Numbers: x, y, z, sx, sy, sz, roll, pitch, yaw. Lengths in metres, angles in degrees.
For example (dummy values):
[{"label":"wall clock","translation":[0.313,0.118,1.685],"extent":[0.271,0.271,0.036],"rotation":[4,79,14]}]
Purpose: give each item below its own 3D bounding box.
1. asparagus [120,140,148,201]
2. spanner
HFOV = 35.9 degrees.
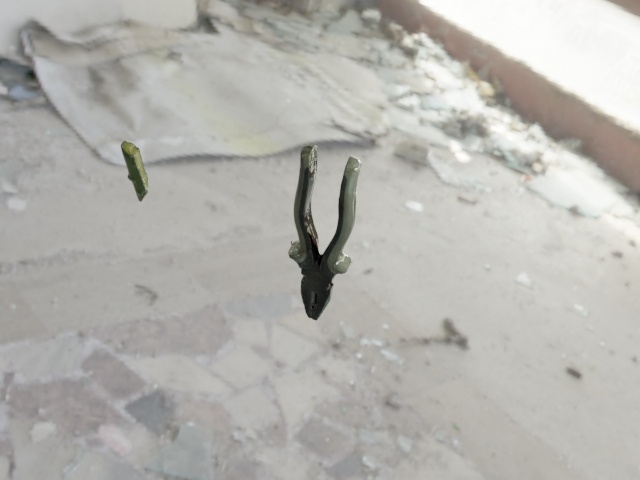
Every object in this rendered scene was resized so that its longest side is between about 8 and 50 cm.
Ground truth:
[{"label":"asparagus","translation":[-0.240,-0.088,1.289],"extent":[0.021,0.108,0.025],"rotation":[10,52,12]},{"label":"spanner","translation":[0.000,0.000,1.432],"extent":[0.096,0.324,0.040],"rotation":[17,44,12]}]
